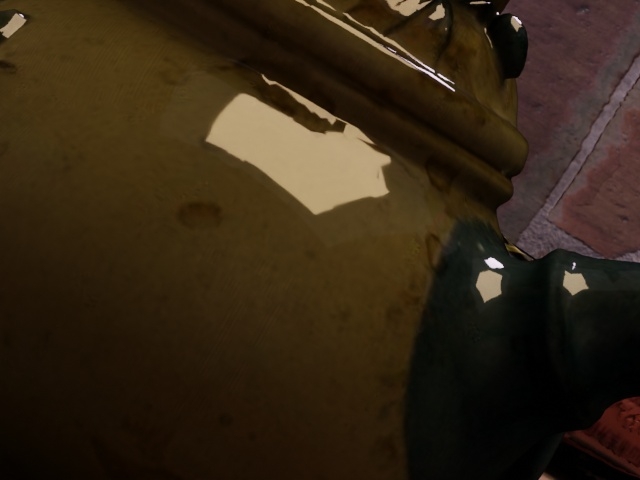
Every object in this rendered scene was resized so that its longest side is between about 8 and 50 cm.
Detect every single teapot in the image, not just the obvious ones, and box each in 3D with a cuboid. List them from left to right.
[{"bbox_3d":[-0.028,-0.020,0.447,0.269,0.182,0.173,33,5,23],"label":"teapot"}]

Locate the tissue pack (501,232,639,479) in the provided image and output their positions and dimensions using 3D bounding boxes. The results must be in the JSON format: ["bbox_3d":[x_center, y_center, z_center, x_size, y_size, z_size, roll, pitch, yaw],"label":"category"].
[{"bbox_3d":[0.116,0.047,1.194,0.332,0.123,0.245,32,2,-7],"label":"tissue pack"}]
